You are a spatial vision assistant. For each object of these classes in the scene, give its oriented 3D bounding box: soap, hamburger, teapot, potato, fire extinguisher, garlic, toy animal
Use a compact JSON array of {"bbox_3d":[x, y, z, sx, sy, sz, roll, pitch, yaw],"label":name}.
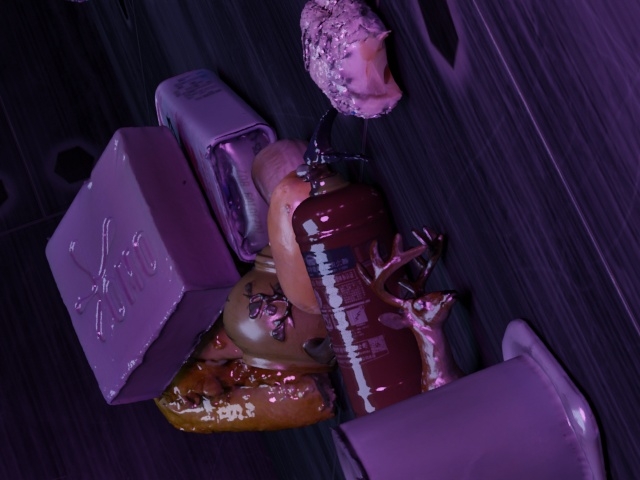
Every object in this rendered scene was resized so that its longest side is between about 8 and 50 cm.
[{"bbox_3d":[-0.253,0.034,2.587,0.296,0.107,0.285,-54,52,41],"label":"soap"},{"bbox_3d":[-0.168,0.141,2.787,0.445,0.287,0.268,-139,31,-64],"label":"hamburger"},{"bbox_3d":[-0.023,0.065,2.233,0.269,0.173,0.183,-166,81,-67],"label":"teapot"},{"bbox_3d":[0.000,0.000,2.040,0.118,0.109,0.178,-77,-19,-55],"label":"potato"},{"bbox_3d":[0.047,0.028,1.913,0.138,0.102,0.344,-6,104,56],"label":"fire extinguisher"},{"bbox_3d":[-0.025,-0.060,2.173,0.195,0.087,0.101,54,175,48],"label":"garlic"},{"bbox_3d":[0.115,0.137,1.762,0.243,0.087,0.260,92,153,-62],"label":"toy animal"}]

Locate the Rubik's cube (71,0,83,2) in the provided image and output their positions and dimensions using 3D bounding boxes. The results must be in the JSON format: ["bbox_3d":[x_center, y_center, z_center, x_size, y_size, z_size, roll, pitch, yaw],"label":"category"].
[{"bbox_3d":[-0.228,-0.413,2.137,0.224,0.231,0.221,-146,37,-76],"label":"Rubik's cube"}]

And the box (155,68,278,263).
[{"bbox_3d":[-0.134,-0.110,2.587,0.370,0.112,0.190,-132,23,-68],"label":"box"}]

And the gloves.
[{"bbox_3d":[0.018,-0.180,1.701,0.153,0.070,0.114,-122,15,-59],"label":"gloves"}]

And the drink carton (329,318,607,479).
[{"bbox_3d":[0.124,0.195,1.545,0.191,0.189,0.185,-122,10,-53],"label":"drink carton"}]
